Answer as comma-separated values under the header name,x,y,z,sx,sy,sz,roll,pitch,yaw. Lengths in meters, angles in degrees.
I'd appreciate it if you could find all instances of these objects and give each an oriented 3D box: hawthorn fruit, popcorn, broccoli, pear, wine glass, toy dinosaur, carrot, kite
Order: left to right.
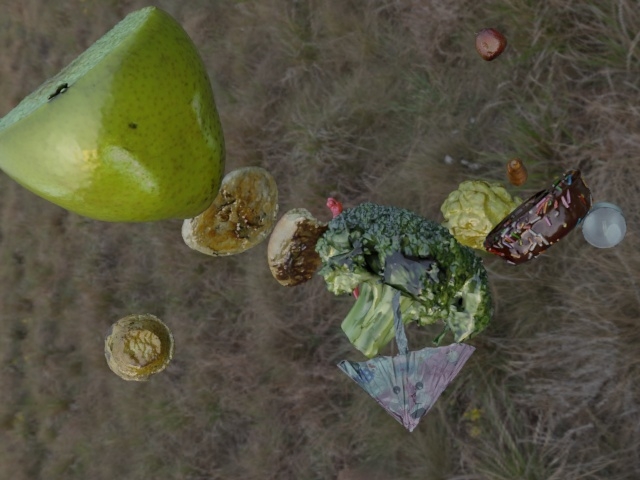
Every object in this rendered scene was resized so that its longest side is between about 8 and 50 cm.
name,x,y,z,sx,sy,sz,roll,pitch,yaw
pear,-0.283,-0.152,0.998,0.238,0.318,0.342,16,58,48
toy dinosaur,0.089,0.025,1.519,0.070,0.139,0.286,-22,93,33
broccoli,0.165,0.068,1.270,0.277,0.317,0.338,49,164,42
kite,0.083,0.115,0.631,0.139,0.011,0.157,-11,51,10
popcorn,0.502,-0.072,1.981,0.242,0.250,0.235,-43,57,40
hawthorn fruit,0.403,-0.466,1.512,0.077,0.077,0.077,-15,71,52
carrot,0.547,-0.198,1.782,0.059,0.248,0.059,-2,84,20
wine glass,0.631,-0.040,1.422,0.092,0.202,0.093,4,101,24

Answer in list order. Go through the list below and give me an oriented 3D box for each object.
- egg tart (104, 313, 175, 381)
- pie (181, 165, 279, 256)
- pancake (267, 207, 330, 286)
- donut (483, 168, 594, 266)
name,x,y,z,sx,sy,sz,roll,pitch,yaw
egg tart,-0.329,0.192,1.164,0.049,0.128,0.129,148,123,-66
pie,-0.267,-0.084,1.960,0.077,0.339,0.339,42,117,37
pancake,0.000,0.000,1.375,0.266,0.244,0.057,80,168,-61
donut,0.420,-0.037,1.227,0.089,0.235,0.235,50,131,4
